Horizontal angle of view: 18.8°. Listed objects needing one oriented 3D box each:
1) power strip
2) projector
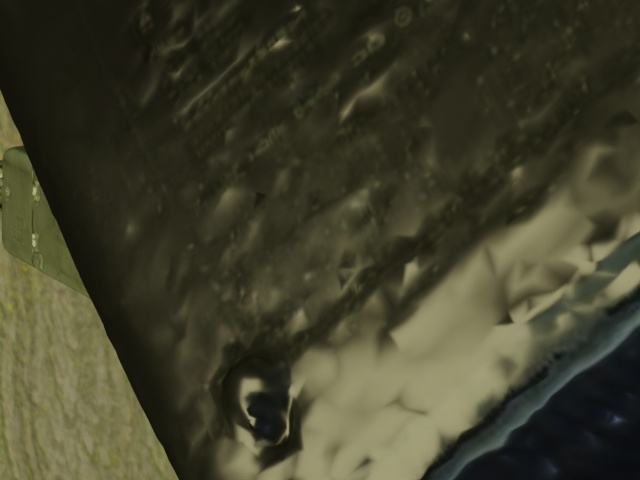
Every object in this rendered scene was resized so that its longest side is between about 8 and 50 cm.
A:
[{"bbox_3d":[-0.193,-0.016,1.517,0.288,0.053,0.093,24,116,54],"label":"power strip"},{"bbox_3d":[0.082,-0.099,0.795,0.395,0.242,0.405,-41,57,21],"label":"projector"}]
